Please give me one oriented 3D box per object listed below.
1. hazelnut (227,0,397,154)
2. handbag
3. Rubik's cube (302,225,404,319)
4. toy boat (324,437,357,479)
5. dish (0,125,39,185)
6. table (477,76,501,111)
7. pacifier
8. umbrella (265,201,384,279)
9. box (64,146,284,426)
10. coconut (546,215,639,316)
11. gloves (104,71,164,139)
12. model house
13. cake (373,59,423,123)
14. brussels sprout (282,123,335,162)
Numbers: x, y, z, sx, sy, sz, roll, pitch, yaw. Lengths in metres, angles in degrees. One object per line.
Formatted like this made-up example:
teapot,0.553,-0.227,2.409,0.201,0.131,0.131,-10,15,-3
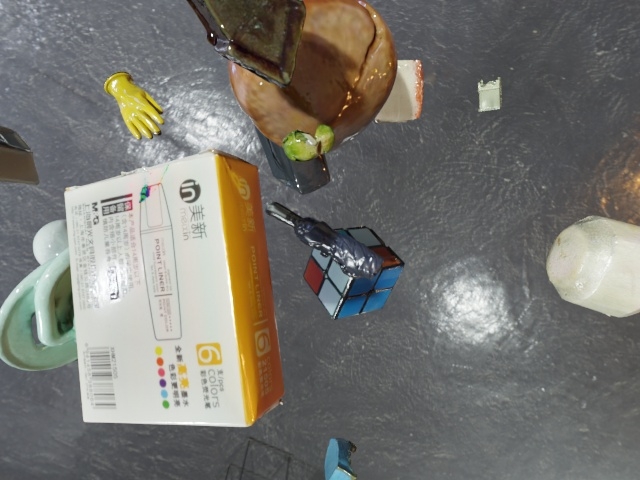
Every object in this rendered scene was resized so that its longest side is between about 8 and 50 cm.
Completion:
hazelnut,-0.023,-0.358,0.880,0.373,0.372,0.315,20,125,-7
handbag,-0.089,-0.327,1.364,0.178,0.275,0.301,-25,119,-11
Rubik's cube,0.085,0.080,1.117,0.184,0.180,0.167,-7,132,-36
toy boat,0.060,0.549,1.038,0.077,0.185,0.075,29,92,-2
dish,-0.791,-0.230,0.994,0.080,0.243,0.181,-39,88,7
table,0.503,-0.435,1.244,0.063,0.079,0.083,1,116,27
pacifier,-0.385,0.048,0.710,0.269,0.343,0.288,35,126,17
umbrella,-0.001,-0.002,0.774,0.248,0.071,0.070,29,117,7
box,-0.164,0.056,0.463,0.221,0.091,0.273,-6,88,21
coconut,0.640,0.061,0.921,0.234,0.224,0.224,14,118,-8
gloves,-0.736,-0.526,1.680,0.133,0.116,0.294,-41,81,19
model house,-0.085,-0.263,0.501,0.106,0.165,0.152,-35,126,-5
cake,0.199,-0.481,1.243,0.159,0.261,0.159,-4,132,-5
brussels sprout,-0.012,-0.143,0.605,0.084,0.051,0.046,-26,153,-21
